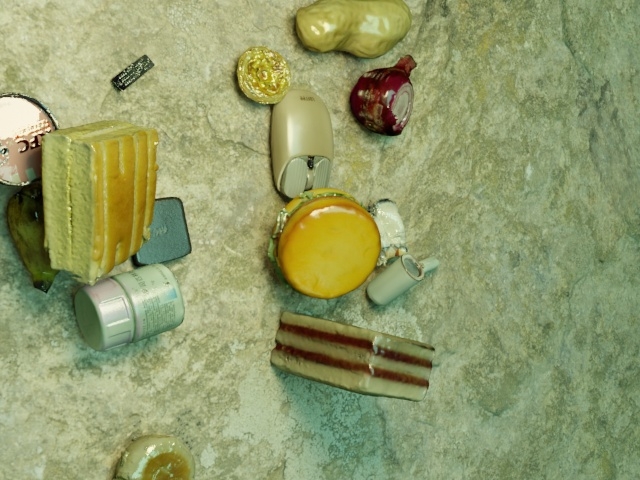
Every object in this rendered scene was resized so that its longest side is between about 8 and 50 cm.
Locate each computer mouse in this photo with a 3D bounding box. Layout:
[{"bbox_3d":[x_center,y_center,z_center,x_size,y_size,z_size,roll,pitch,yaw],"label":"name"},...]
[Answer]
[{"bbox_3d":[-0.039,-0.210,1.779,0.145,0.082,0.237,0,91,-38],"label":"computer mouse"}]

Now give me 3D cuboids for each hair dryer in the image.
[{"bbox_3d":[0.215,0.076,1.980,0.073,0.131,0.236,55,34,8],"label":"hair dryer"}]

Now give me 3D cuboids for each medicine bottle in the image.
[{"bbox_3d":[-0.352,0.124,1.518,0.168,0.135,0.135,-19,102,-35],"label":"medicine bottle"}]

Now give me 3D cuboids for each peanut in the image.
[{"bbox_3d":[0.083,-0.476,1.828,0.318,0.147,0.148,-16,101,-39],"label":"peanut"}]

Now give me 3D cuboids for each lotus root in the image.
[{"bbox_3d":[-0.490,-0.005,1.440,0.108,0.094,0.191,-3,102,-14],"label":"lotus root"}]

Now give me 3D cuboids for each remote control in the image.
[{"bbox_3d":[-0.359,-0.320,1.572,0.034,0.016,0.091,49,63,-10],"label":"remote control"}]

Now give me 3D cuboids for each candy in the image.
[{"bbox_3d":[0.063,0.243,1.724,0.179,0.320,0.135,16,85,-41],"label":"candy"}]

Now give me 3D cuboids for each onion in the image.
[{"bbox_3d":[0.145,-0.341,1.879,0.173,0.135,0.198,64,44,-65],"label":"onion"}]

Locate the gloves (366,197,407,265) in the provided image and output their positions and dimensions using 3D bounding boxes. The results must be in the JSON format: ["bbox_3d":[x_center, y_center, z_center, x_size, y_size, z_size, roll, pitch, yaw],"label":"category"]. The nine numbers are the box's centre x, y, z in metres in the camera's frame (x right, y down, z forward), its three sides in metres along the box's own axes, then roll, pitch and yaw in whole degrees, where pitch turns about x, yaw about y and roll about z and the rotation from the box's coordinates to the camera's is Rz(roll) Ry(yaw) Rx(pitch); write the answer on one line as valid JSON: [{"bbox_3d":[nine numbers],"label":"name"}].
[{"bbox_3d":[0.144,-0.023,1.931,0.114,0.070,0.153,-18,102,-29],"label":"gloves"}]

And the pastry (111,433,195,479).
[{"bbox_3d":[-0.320,0.449,1.580,0.165,0.088,0.166,0,90,-34],"label":"pastry"}]

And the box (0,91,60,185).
[{"bbox_3d":[-0.530,-0.167,1.374,0.151,0.135,0.151,-3,95,-40],"label":"box"}]

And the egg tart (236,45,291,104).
[{"bbox_3d":[-0.124,-0.343,1.723,0.128,0.049,0.129,4,83,-31],"label":"egg tart"}]

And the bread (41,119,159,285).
[{"bbox_3d":[-0.374,-0.074,1.425,0.239,0.111,0.246,-42,140,-69],"label":"bread"}]

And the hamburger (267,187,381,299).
[{"bbox_3d":[0.001,-0.001,1.753,0.246,0.170,0.246,-7,115,-14],"label":"hamburger"}]

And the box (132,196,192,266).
[{"bbox_3d":[-0.318,-0.019,1.608,0.126,0.027,0.125,-15,97,-35],"label":"box"}]
